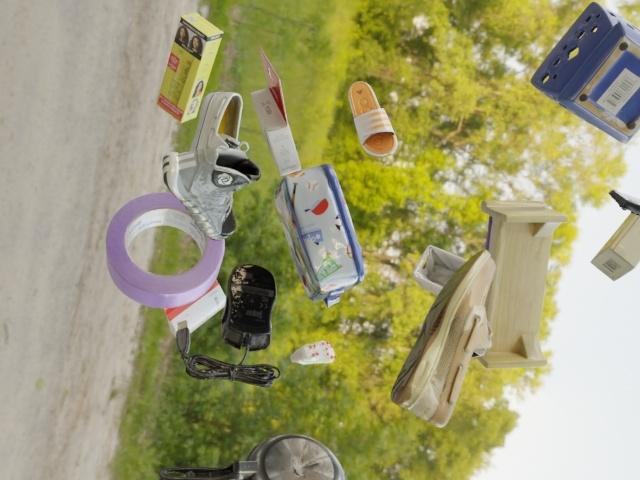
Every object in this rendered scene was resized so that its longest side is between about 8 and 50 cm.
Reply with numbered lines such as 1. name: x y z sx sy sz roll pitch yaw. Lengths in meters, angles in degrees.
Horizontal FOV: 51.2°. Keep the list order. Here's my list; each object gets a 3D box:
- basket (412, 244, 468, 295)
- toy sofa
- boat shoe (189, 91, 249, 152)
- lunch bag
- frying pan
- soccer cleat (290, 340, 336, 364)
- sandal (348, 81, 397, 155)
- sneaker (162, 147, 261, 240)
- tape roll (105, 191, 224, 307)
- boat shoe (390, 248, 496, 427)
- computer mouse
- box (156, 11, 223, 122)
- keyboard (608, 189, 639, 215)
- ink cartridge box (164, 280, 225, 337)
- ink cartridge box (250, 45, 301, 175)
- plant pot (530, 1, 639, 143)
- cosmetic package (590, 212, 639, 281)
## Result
1. basket: 0.369 0.106 1.949 0.113 0.167 0.103 -58 154 -13
2. toy sofa: 0.417 0.091 1.488 0.177 0.150 0.362 -130 -139 -70
3. boat shoe: -0.300 -0.290 2.073 0.136 0.157 0.366 28 69 -53
4. lunch bag: 0.000 0.000 1.261 0.303 0.115 0.243 108 -37 -80
5. frying pan: -0.103 0.406 1.225 0.197 0.326 0.053 -62 171 -57
6. soccer cleat: -0.020 0.332 1.962 0.196 0.076 0.068 19 50 -62
7. sandal: 0.137 -0.364 1.934 0.076 0.102 0.265 58 10 -68
8. sneaker: -0.148 -0.076 1.078 0.228 0.132 0.086 56 21 -61
9. tape roll: -0.374 0.021 1.612 0.090 0.275 0.274 118 -12 -57
10. boat shoe: 0.247 0.171 1.208 0.341 0.110 0.121 -57 179 -22
11. computer mouse: -0.172 0.154 1.226 0.060 0.184 0.261 115 -24 -47
12. box: -0.295 -0.383 1.493 0.058 0.087 0.232 -39 164 -49
13. keyboard: 0.621 -0.042 1.212 0.108 0.180 0.023 -93 -158 -68
14. ink cartridge box: -0.372 0.201 2.008 0.189 0.066 0.232 -38 170 -20
15. ink cartridge box: -0.138 -0.355 1.809 0.296 0.066 0.261 -115 -172 -56
16. plant pot: 0.663 -0.373 1.527 0.236 0.236 0.212 -55 -166 25
17. cosmetic package: 1.107 -0.016 2.347 0.309 0.113 0.160 -45 168 -19
